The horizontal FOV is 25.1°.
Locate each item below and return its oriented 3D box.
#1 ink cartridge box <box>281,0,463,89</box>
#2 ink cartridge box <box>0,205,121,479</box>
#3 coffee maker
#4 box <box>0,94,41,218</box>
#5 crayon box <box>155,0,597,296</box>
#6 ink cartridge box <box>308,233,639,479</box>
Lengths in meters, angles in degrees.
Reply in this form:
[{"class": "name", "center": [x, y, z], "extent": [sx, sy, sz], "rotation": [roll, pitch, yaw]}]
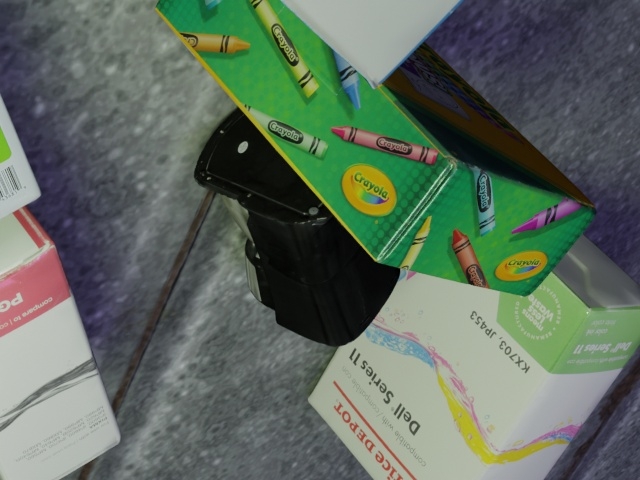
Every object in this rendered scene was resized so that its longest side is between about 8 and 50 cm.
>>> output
[{"class": "ink cartridge box", "center": [-0.011, -0.239, 0.777], "extent": [0.171, 0.232, 0.168], "rotation": [-46, 143, 7]}, {"class": "ink cartridge box", "center": [-0.222, 0.045, 0.946], "extent": [0.092, 0.158, 0.218], "rotation": [-31, 144, -17]}, {"class": "coffee maker", "center": [0.000, 0.000, 1.097], "extent": [0.120, 0.171, 0.178], "rotation": [-34, 145, -10]}, {"class": "box", "center": [-0.313, -0.066, 0.750], "extent": [0.262, 0.127, 0.231], "rotation": [-32, 140, -17]}, {"class": "crayon box", "center": [0.032, -0.088, 0.940], "extent": [0.165, 0.278, 0.081], "rotation": [13, 119, -50]}, {"class": "ink cartridge box", "center": [0.126, 0.135, 1.331], "extent": [0.119, 0.207, 0.353], "rotation": [0, 127, -45]}]
